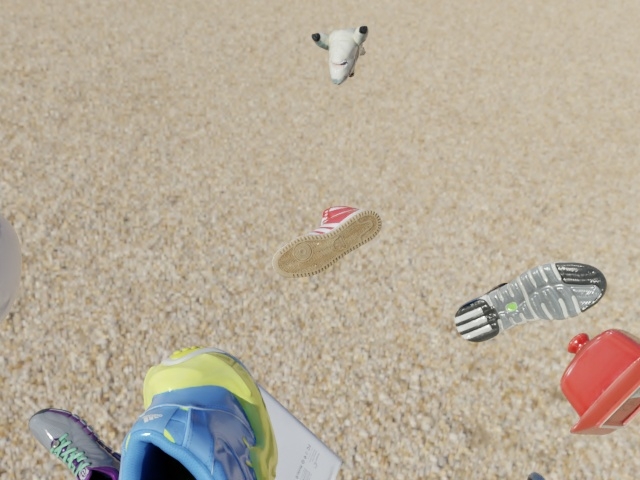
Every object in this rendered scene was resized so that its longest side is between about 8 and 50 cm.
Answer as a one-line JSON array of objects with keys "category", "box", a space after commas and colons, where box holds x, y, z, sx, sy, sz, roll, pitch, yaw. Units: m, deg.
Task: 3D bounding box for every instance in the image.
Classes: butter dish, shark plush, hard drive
[{"category": "butter dish", "box": [0.381, 0.173, 1.049, 0.160, 0.160, 0.118, 18, 26, -49]}, {"category": "shark plush", "box": [0.030, -0.249, 1.051, 0.073, 0.067, 0.161, -8, 15, 4]}, {"category": "hard drive", "box": [-0.100, 0.445, 1.603, 0.040, 0.319, 0.210, -26, 27, 41]}]

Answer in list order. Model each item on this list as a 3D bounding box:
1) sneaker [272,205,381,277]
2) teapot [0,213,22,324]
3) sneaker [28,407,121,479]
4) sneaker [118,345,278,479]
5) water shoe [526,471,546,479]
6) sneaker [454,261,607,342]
[{"category": "sneaker", "box": [0.000, 0.000, 0.804, 0.118, 0.042, 0.067, -25, 16, -12]}, {"category": "teapot", "box": [-0.435, 0.065, 0.805, 0.256, 0.252, 0.187, 19, 58, -46]}, {"category": "sneaker", "box": [-0.442, 0.392, 1.438, 0.223, 0.083, 0.098, 36, 4, -7]}, {"category": "sneaker", "box": [-0.056, 0.185, 0.435, 0.091, 0.240, 0.126, -20, 6, 14]}, {"category": "water shoe", "box": [0.293, 0.428, 1.086, 0.080, 0.073, 0.203, -5, 73, 4]}, {"category": "sneaker", "box": [0.320, 0.079, 1.190, 0.228, 0.086, 0.132, -21, 0, 25]}]
